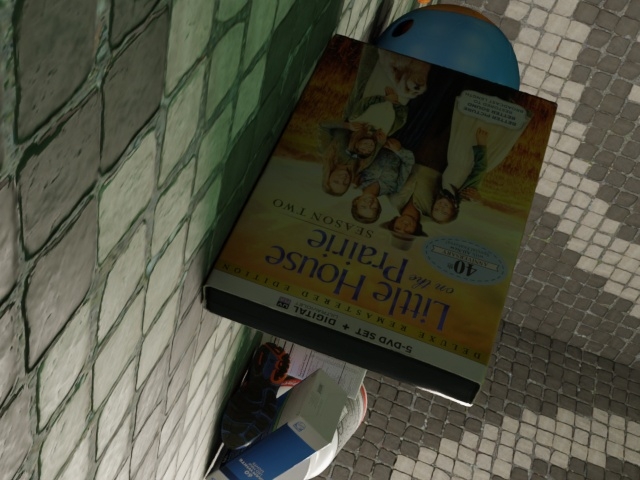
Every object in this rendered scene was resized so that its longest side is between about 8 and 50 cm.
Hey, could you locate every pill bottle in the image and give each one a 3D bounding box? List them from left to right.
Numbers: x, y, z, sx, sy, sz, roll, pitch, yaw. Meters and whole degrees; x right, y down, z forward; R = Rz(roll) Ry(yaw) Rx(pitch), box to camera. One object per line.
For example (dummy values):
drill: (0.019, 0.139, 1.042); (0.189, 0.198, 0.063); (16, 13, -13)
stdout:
pill bottle: (-0.041, 0.399, 1.948); (0.210, 0.210, 0.363); (-71, 166, 15)

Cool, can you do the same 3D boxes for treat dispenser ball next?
treat dispenser ball: (0.224, -0.292, 1.646); (0.288, 0.288, 0.288); (21, 90, -85)

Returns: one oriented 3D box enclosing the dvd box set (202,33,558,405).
dvd box set: (0.086, -0.048, 1.027); (0.062, 0.307, 0.420); (99, 13, -55)

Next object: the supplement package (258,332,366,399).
supplement package: (0.009, 0.169, 1.699); (0.194, 0.203, 0.149); (-58, 167, -71)

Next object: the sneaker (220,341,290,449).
sneaker: (-0.114, 0.282, 1.548); (0.221, 0.083, 0.087); (-59, 177, -48)

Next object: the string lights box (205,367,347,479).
string lights box: (-0.079, 0.345, 1.557); (0.259, 0.077, 0.133); (-39, -167, 31)

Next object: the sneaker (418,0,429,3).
sneaker: (0.210, -0.548, 1.894); (0.067, 0.064, 0.175); (-49, 169, -2)
